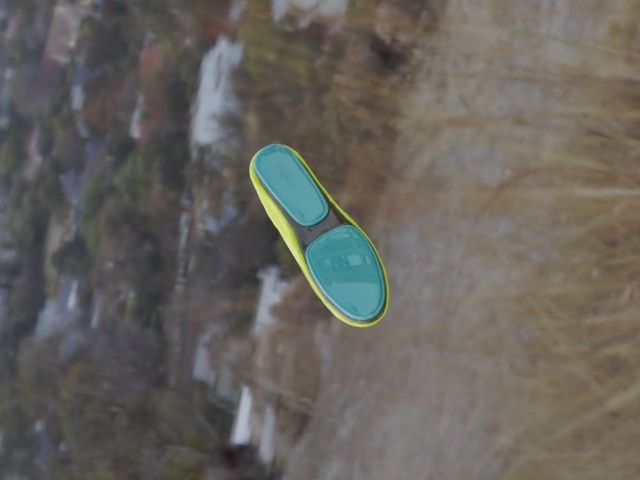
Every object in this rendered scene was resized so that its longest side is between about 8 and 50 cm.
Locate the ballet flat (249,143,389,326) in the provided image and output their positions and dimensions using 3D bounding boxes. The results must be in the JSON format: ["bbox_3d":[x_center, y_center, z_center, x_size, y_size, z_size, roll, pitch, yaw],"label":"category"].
[{"bbox_3d":[0.000,0.000,1.456,0.231,0.077,0.077,57,165,21],"label":"ballet flat"}]
